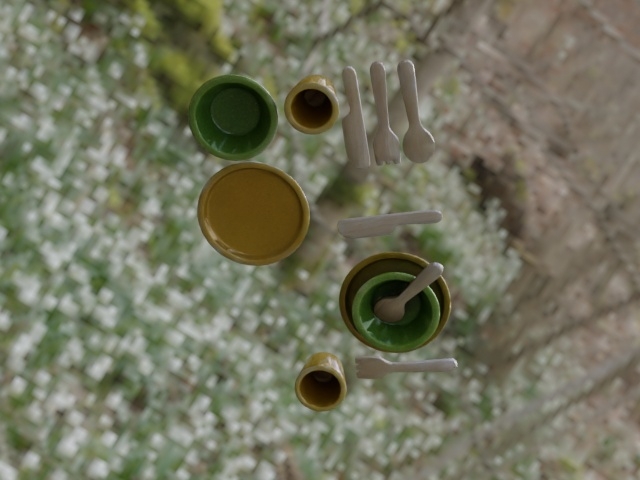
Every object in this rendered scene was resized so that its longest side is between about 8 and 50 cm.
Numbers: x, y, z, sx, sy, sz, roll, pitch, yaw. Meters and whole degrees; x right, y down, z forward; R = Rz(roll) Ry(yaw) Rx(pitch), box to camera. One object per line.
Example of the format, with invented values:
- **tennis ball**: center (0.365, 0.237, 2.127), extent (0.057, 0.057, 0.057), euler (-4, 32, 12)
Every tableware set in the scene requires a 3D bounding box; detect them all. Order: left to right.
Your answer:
- **tableware set**: center (0.000, 0.000, 0.771), extent (0.104, 0.154, 0.024), euler (-5, 24, 8)
